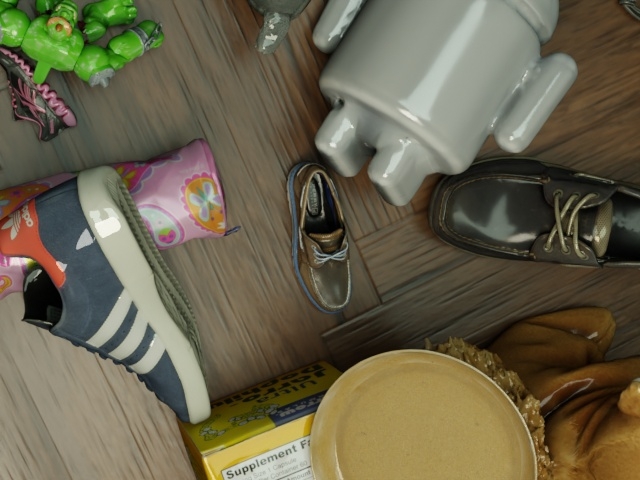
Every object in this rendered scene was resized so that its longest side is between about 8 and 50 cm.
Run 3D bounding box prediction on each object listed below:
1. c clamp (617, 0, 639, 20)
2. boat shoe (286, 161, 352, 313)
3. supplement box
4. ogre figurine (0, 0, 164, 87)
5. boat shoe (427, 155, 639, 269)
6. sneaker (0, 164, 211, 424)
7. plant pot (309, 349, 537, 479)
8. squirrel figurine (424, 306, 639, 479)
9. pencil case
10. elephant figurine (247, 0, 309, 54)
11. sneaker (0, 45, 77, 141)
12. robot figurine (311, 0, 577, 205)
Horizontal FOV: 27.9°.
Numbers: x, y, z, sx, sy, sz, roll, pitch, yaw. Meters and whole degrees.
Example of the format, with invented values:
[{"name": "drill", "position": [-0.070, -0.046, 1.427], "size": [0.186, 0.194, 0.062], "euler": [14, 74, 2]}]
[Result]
[{"name": "c clamp", "position": [0.407, -0.348, 1.610], "size": [0.137, 0.022, 0.160], "euler": [2, 92, -20]}, {"name": "boat shoe", "position": [0.000, 0.000, 1.501], "size": [0.066, 0.066, 0.183], "euler": [-17, 98, -13]}, {"name": "supplement box", "position": [-0.007, 0.345, 1.459], "size": [0.194, 0.195, 0.356], "euler": [-20, 99, -13]}, {"name": "ogre figurine", "position": [-0.275, -0.232, 1.389], "size": [0.197, 0.097, 0.118], "euler": [37, 45, -26]}, {"name": "boat shoe", "position": [0.308, -0.032, 1.547], "size": [0.356, 0.130, 0.132], "euler": [3, 93, -15]}, {"name": "sneaker", "position": [-0.223, 0.077, 1.342], "size": [0.148, 0.131, 0.350], "euler": [-20, 129, 1]}, {"name": "plant pot", "position": [0.105, 0.221, 1.310], "size": [0.236, 0.032, 0.236], "euler": [4, 103, 18]}, {"name": "squirrel figurine", "position": [0.262, 0.234, 1.429], "size": [0.397, 0.370, 0.281], "euler": [0, 94, -15]}, {"name": "pencil case", "position": [-0.240, -0.023, 1.412], "size": [0.284, 0.124, 0.124], "euler": [-16, 98, -14]}, {"name": "elephant figurine", "position": [-0.087, -0.367, 1.425], "size": [0.239, 0.186, 0.169], "euler": [35, 128, -4]}, {"name": "sneaker", "position": [-0.325, -0.159, 1.419], "size": [0.057, 0.047, 0.119], "euler": [-40, 102, 3]}, {"name": "robot figurine", "position": [0.134, -0.216, 1.452], "size": [0.300, 0.200, 0.353], "euler": [32, 86, 14]}]
